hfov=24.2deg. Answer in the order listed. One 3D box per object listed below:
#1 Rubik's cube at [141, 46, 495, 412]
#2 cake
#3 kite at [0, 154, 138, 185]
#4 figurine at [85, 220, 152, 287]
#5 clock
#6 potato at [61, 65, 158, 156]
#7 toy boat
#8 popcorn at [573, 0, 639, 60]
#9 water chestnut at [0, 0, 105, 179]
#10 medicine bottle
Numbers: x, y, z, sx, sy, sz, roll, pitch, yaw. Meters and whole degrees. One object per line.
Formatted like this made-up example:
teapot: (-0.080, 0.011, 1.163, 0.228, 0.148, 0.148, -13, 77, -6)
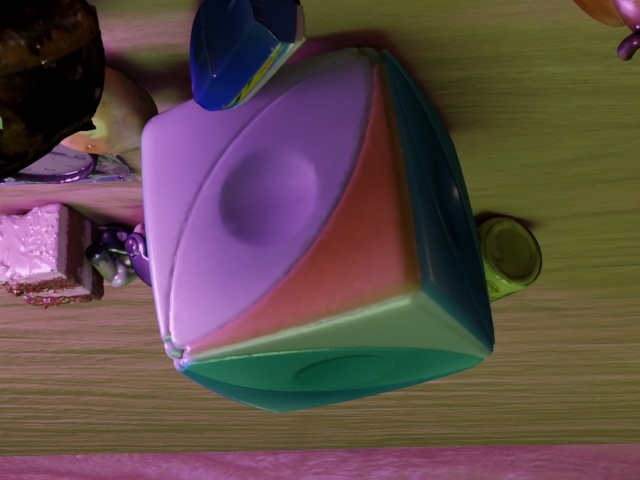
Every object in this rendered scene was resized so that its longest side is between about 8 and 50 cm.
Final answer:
Rubik's cube: (0.000, 0.000, 1.865, 0.347, 0.352, 0.351, -15, 160, 16)
cake: (-0.425, 0.026, 2.323, 0.135, 0.134, 0.147, -8, 164, 19)
kite: (-0.417, -0.132, 2.070, 0.368, 0.014, 0.406, 15, 156, -30)
figurine: (-0.243, 0.029, 2.307, 0.222, 0.145, 0.145, -4, 159, 26)
clock: (-0.388, -0.126, 2.004, 0.185, 0.040, 0.184, 2, 160, 1)
potato: (-0.275, -0.160, 1.854, 0.118, 0.109, 0.178, -35, 152, 22)
toy boat: (-0.093, -0.221, 1.661, 0.088, 0.129, 0.295, -2, 163, -23)
popcorn: (0.248, -0.312, 1.250, 0.316, 0.281, 0.297, 40, 168, 10)
water chestnut: (-0.380, -0.203, 1.602, 0.300, 0.300, 0.300, 1, 159, 0)
medicine bottle: (0.237, 0.050, 2.370, 0.124, 0.124, 0.239, 13, 157, -29)
